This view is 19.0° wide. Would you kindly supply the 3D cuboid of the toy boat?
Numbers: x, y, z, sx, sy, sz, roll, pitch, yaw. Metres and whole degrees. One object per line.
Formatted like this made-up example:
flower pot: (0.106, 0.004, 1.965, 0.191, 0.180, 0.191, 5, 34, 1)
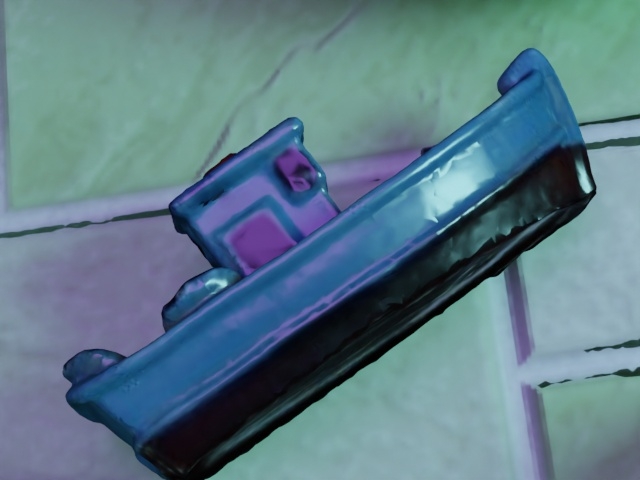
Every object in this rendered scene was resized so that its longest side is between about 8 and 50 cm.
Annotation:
toy boat: (0.000, 0.000, 0.719, 0.223, 0.100, 0.097, -35, 81, -8)
